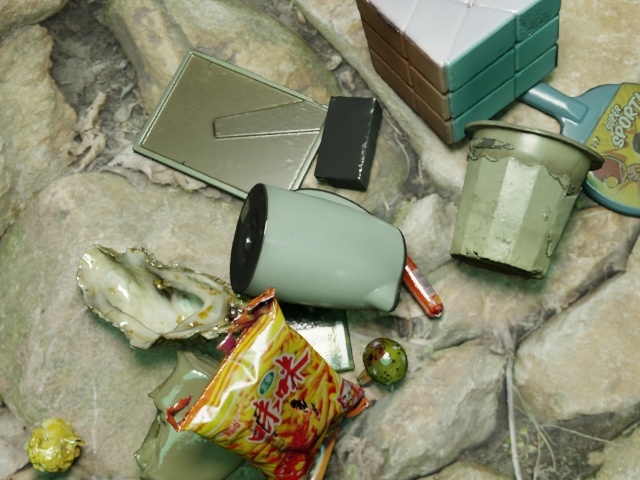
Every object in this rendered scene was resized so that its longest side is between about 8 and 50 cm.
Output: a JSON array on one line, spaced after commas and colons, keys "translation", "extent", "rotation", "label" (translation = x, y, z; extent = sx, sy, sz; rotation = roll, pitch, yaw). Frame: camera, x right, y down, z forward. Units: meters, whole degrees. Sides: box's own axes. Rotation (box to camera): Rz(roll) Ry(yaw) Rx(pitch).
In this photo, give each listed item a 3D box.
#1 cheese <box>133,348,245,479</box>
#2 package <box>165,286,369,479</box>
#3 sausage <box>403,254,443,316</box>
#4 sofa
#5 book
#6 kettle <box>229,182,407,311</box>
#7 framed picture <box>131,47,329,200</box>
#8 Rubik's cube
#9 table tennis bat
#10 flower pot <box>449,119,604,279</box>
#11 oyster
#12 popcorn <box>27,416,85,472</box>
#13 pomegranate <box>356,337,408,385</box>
[{"translation": [-0.183, 0.275, 1.145], "extent": [0.175, 0.091, 0.202], "rotation": [36, 79, -7], "label": "cheese"}, {"translation": [-0.064, 0.229, 1.088], "extent": [0.288, 0.108, 0.223], "rotation": [48, 62, -27], "label": "package"}, {"translation": [0.150, 0.068, 1.221], "extent": [0.034, 0.034, 0.129], "rotation": [-35, 76, -5], "label": "sausage"}, {"translation": [0.047, -0.160, 1.283], "extent": [0.085, 0.060, 0.147], "rotation": [6, 77, 19], "label": "sofa"}, {"translation": [-0.043, 0.102, 1.232], "extent": [0.160, 0.024, 0.228], "rotation": [-9, 74, 0], "label": "book"}, {"translation": [0.000, 0.000, 1.167], "extent": [0.237, 0.161, 0.221], "rotation": [12, 39, -19], "label": "kettle"}, {"translation": [-0.143, -0.187, 1.318], "extent": [0.290, 0.020, 0.211], "rotation": [24, 79, 11], "label": "framed picture"}, {"translation": [0.211, -0.330, 1.203], "extent": [0.231, 0.224, 0.221], "rotation": [-37, 63, -4], "label": "Rubik's cube"}, {"translation": [0.467, -0.169, 1.257], "extent": [0.329, 0.044, 0.215], "rotation": [33, 81, 10], "label": "table tennis bat"}, {"translation": [0.293, -0.053, 1.163], "extent": [0.213, 0.212, 0.202], "rotation": [15, 84, 8], "label": "flower pot"}, {"translation": [-0.223, 0.096, 1.199], "extent": [0.342, 0.110, 0.166], "rotation": [2, 67, 15], "label": "oyster"}, {"translation": [-0.401, 0.320, 1.186], "extent": [0.084, 0.084, 0.084], "rotation": [-1, 75, 4], "label": "popcorn"}, {"translation": [0.089, 0.183, 1.180], "extent": [0.085, 0.073, 0.073], "rotation": [-13, 74, 17], "label": "pomegranate"}]
